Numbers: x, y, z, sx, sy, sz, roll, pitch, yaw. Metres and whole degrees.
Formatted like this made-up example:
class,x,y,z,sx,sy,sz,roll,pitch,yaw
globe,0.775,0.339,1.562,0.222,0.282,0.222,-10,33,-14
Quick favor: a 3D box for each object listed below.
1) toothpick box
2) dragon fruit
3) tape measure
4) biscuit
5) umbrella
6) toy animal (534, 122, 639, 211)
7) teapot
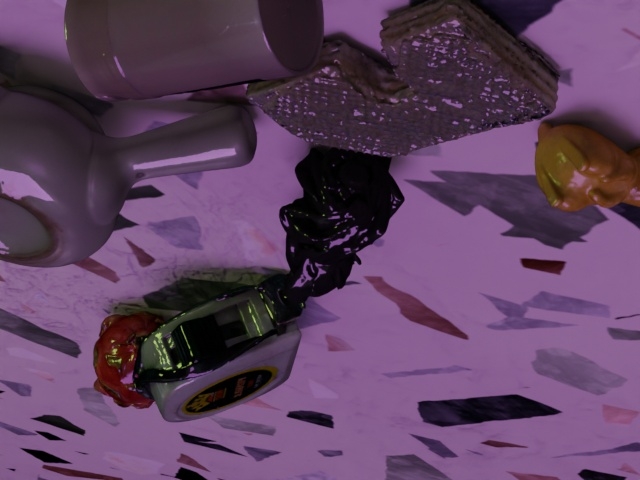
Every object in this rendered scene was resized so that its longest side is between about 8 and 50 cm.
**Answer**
class,x,y,z,sx,sy,sz,roll,pitch,yaw
toothpick box,-0.100,-0.172,1.015,0.180,0.111,0.111,-4,150,27
dragon fruit,-0.250,0.157,1.759,0.136,0.133,0.166,-27,164,-23
tape measure,-0.134,0.134,1.610,0.207,0.115,0.235,-17,159,-14
biscuit,0.065,-0.130,1.102,0.250,0.046,0.147,-12,146,42
umbrella,0.000,0.000,1.351,0.118,0.118,0.340,15,159,-5
toy animal,0.270,-0.059,1.149,0.159,0.083,0.070,11,131,-23
teapot,-0.236,-0.063,1.258,0.318,0.149,0.220,15,148,-4
